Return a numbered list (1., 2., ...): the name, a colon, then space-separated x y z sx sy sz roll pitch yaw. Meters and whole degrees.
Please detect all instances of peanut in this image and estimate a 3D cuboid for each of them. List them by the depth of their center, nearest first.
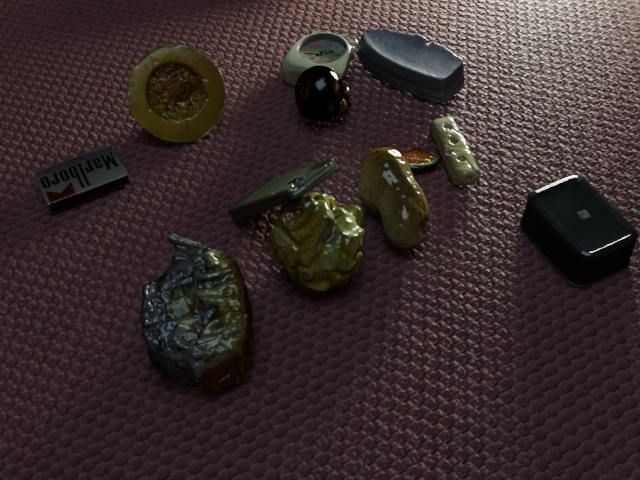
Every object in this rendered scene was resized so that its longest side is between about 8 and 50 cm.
1. peanut: 0.145 -0.081 1.531 0.120 0.110 0.236 0 55 -24

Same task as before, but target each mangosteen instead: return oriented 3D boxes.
1. mangosteen: 0.011 -0.326 1.736 0.140 0.140 0.140 -2 51 2

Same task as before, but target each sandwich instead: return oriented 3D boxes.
1. sandwich: 0.207 -0.169 1.649 0.101 0.026 0.069 -19 48 -16

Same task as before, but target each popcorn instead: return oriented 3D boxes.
1. popcorn: 0.001 -0.001 1.441 0.187 0.167 0.185 39 29 -9

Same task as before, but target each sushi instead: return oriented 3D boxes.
1. sushi: -0.214 0.128 1.354 0.184 0.139 0.274 -8 54 -2

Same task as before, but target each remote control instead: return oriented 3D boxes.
1. remote control: -0.074 -0.092 1.469 0.123 0.285 0.038 -38 103 -29

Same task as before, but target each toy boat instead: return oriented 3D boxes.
1. toy boat: 0.204 -0.420 1.821 0.283 0.078 0.127 30 62 24

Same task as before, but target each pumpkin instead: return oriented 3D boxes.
1. pumpkin: -0.331 -0.334 1.749 0.217 0.217 0.110 -19 14 -12

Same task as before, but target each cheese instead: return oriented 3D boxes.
1. cheese: 0.288 -0.194 1.653 0.065 0.043 0.194 -9 49 -10

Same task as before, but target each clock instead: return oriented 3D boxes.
1. clock: 0.006 -0.440 1.857 0.152 0.062 0.191 17 53 17

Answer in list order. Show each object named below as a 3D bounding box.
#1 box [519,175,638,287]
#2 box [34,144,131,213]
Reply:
1. box: 0.491 -0.023 1.471 0.144 0.090 0.201 -22 53 -13
2. box: -0.510 -0.133 1.651 0.177 0.036 0.115 -23 53 -16
